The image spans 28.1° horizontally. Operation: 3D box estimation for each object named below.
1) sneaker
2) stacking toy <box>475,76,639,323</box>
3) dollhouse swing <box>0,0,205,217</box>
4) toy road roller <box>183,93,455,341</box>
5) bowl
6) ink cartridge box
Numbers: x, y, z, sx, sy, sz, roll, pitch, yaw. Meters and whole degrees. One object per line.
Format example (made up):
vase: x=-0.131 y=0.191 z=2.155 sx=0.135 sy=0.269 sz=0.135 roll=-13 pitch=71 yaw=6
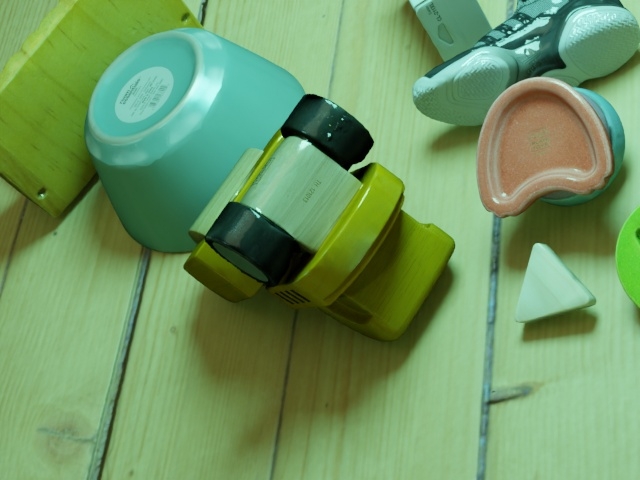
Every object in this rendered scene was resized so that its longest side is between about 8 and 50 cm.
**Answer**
sneaker: x=0.231 y=-0.238 z=1.504 sx=0.268 sy=0.101 sz=0.153 roll=-19 pitch=49 yaw=14
stacking toy: x=0.330 y=-0.049 z=1.330 sx=0.309 sy=0.130 sz=0.279 roll=-7 pitch=82 yaw=34
dollhouse swing: x=-0.400 y=-0.268 z=1.835 sx=0.305 sy=0.315 sz=0.347 roll=34 pitch=81 yaw=31
toy road roller: x=0.000 y=0.000 z=1.453 sx=0.202 sy=0.240 sz=0.329 roll=-56 pitch=10 yaw=-13
bowl: x=-0.185 y=-0.157 z=1.680 sx=0.311 sy=0.163 sz=0.311 roll=-17 pitch=51 yaw=22
ink cartridge box: x=0.143 y=-0.316 z=1.595 sx=0.072 sy=0.127 sz=0.175 roll=-30 pitch=48 yaw=9
